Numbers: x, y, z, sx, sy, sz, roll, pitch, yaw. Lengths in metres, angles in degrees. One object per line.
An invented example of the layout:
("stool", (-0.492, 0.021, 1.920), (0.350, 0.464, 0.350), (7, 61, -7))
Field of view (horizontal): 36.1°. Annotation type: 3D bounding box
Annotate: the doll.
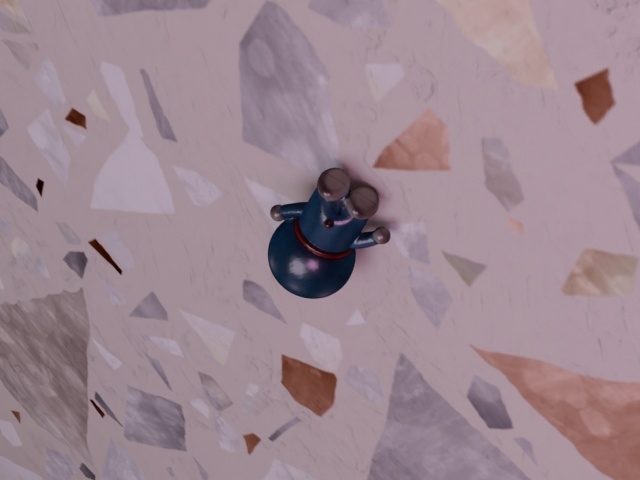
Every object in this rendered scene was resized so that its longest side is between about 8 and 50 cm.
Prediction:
("doll", (0.000, 0.000, 0.953), (0.114, 0.085, 0.152), (32, 132, 4))
